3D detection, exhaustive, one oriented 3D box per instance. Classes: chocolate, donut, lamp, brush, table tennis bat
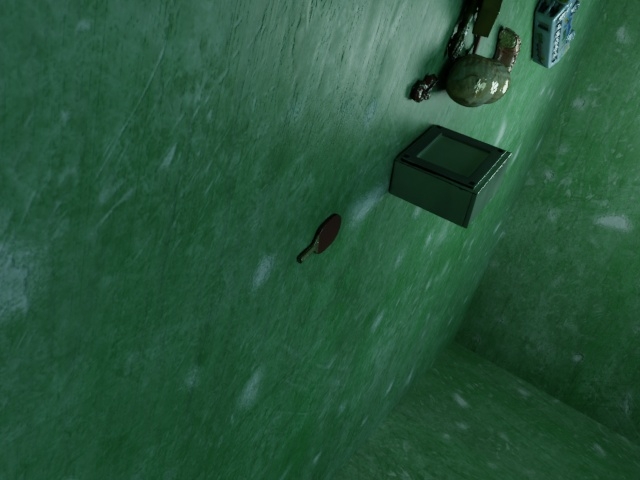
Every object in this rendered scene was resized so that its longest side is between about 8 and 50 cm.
[{"bbox_3d":[0.417,-0.421,1.451,0.309,0.134,0.134,-28,139,-53],"label":"chocolate"},{"bbox_3d":[0.554,-0.550,1.663,0.117,0.065,0.166,-24,138,-53],"label":"donut"},{"bbox_3d":[0.241,-0.353,1.290,0.083,0.031,0.063,-29,140,-44],"label":"lamp"},{"bbox_3d":[0.402,-0.540,1.373,0.233,0.047,0.103,81,23,-75],"label":"brush"},{"bbox_3d":[0.000,0.000,1.208,0.156,0.013,0.087,-45,153,-37],"label":"table tennis bat"}]

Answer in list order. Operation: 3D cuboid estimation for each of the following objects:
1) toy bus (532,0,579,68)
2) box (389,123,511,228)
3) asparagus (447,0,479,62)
[{"bbox_3d":[0.815,-0.749,1.934,0.136,0.109,0.329,-50,155,0],"label":"toy bus"},{"bbox_3d":[0.334,-0.176,1.424,0.225,0.225,0.118,-42,150,-38],"label":"box"},{"bbox_3d":[0.340,-0.508,1.315,0.030,0.036,0.165,3,116,-43],"label":"asparagus"}]
